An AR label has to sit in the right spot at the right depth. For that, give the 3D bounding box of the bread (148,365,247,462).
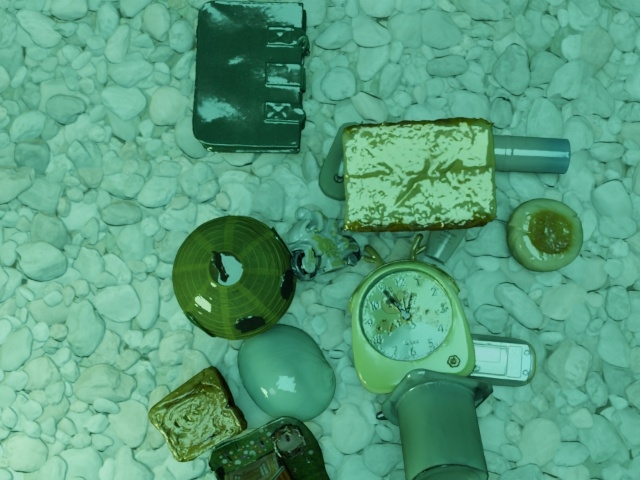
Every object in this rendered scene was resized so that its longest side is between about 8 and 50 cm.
[{"bbox_3d":[-0.237,0.346,1.612,0.158,0.143,0.149,-36,83,-8],"label":"bread"}]

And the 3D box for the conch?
[{"bbox_3d":[-0.068,0.260,1.644,0.221,0.121,0.185,36,55,10],"label":"conch"}]

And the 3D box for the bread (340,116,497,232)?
[{"bbox_3d":[0.182,-0.119,1.545,0.279,0.279,0.206,-1,89,7],"label":"bread"}]

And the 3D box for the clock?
[{"bbox_3d":[0.175,0.146,1.638,0.235,0.096,0.307,-11,77,11],"label":"clock"}]

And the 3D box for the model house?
[{"bbox_3d":[-0.066,0.501,1.522,0.207,0.154,0.293,-25,111,-1],"label":"model house"}]

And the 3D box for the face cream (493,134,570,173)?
[{"bbox_3d":[0.387,-0.181,1.703,0.250,0.077,0.077,2,82,2],"label":"face cream"}]

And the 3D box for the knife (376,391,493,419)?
[{"bbox_3d":[0.234,0.337,1.666,0.248,0.018,0.035,-11,79,-2],"label":"knife"}]

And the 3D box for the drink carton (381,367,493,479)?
[{"bbox_3d":[0.228,0.377,1.538,0.186,0.191,0.189,12,44,-22],"label":"drink carton"}]

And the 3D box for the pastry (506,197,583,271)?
[{"bbox_3d":[0.457,-0.010,1.673,0.157,0.092,0.156,0,85,0],"label":"pastry"}]

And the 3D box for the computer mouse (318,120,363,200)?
[{"bbox_3d":[0.059,-0.174,1.721,0.089,0.056,0.181,22,83,-1],"label":"computer mouse"}]

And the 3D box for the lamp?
[{"bbox_3d":[-0.168,0.064,1.579,0.250,0.284,0.250,-1,77,3],"label":"lamp"}]

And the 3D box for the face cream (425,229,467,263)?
[{"bbox_3d":[0.276,-0.042,1.699,0.072,0.051,0.182,26,83,6],"label":"face cream"}]

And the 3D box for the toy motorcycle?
[{"bbox_3d":[0.000,0.000,1.631,0.074,0.229,0.151,-28,85,39],"label":"toy motorcycle"}]

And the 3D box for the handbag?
[{"bbox_3d":[-0.144,-0.345,1.732,0.239,0.089,0.326,2,81,1],"label":"handbag"}]

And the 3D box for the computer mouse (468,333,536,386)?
[{"bbox_3d":[0.335,0.241,1.660,0.199,0.045,0.102,3,81,10],"label":"computer mouse"}]
